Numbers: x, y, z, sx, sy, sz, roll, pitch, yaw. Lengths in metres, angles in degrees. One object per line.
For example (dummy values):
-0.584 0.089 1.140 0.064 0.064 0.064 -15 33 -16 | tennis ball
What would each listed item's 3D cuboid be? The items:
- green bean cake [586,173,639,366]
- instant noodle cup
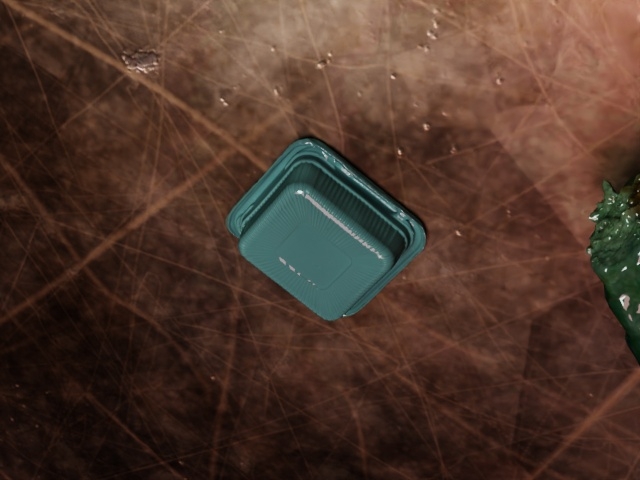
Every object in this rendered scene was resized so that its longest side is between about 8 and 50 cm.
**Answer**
0.366 -0.060 0.940 0.300 0.169 0.308 -21 113 26 | green bean cake
0.000 0.000 1.151 0.179 0.070 0.157 39 123 -8 | instant noodle cup
